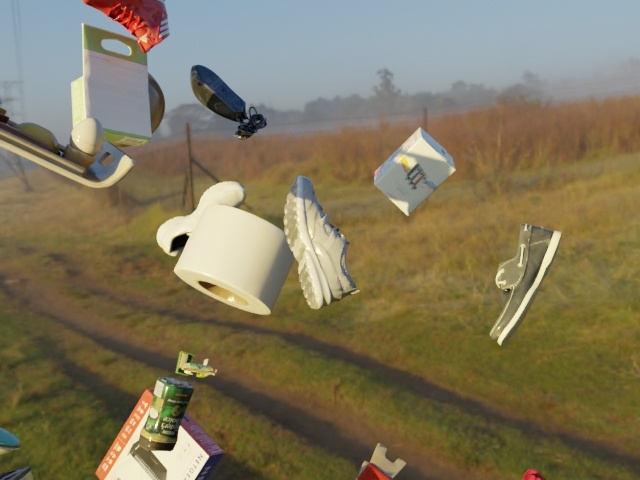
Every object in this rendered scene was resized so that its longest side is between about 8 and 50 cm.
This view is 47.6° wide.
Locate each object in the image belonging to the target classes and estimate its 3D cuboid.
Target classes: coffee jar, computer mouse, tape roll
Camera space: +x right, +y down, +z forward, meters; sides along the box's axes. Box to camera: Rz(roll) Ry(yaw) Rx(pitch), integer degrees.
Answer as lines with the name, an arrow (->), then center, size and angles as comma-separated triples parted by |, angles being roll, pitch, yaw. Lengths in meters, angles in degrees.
coffee jar -> -0.397, 0.450, 1.864 | 0.079, 0.185, 0.096 | 16, -2, 41
computer mouse -> -0.295, -0.405, 2.162 | 0.072, 0.272, 0.188 | -42, 7, 28
tape roll -> -0.192, 0.048, 1.683 | 0.246, 0.169, 0.246 | 21, -17, 7

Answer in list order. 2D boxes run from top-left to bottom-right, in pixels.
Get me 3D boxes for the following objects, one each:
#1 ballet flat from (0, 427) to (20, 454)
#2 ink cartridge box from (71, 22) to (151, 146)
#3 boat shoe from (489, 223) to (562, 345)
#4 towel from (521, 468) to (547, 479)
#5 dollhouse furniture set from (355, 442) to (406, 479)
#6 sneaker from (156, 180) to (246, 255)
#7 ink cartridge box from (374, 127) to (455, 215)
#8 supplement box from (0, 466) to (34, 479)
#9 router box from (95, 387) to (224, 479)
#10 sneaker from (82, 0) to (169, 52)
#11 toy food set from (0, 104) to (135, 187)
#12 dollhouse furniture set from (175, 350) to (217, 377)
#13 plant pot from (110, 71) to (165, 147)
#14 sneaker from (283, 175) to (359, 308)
ballet flat -> -0.779, 0.427, 1.576 | 0.086, 0.086, 0.248 | 4, -27, 48
ink cartridge box -> -0.458, -0.336, 1.594 | 0.056, 0.235, 0.171 | -13, -11, 40
boat shoe -> 0.330, 0.072, 1.220 | 0.079, 0.233, 0.084 | 23, -25, 18
towel -> 0.224, 0.434, 0.888 | 0.275, 0.199, 0.031 | -46, 27, -12
dollhouse furniture set -> 0.116, 0.665, 1.663 | 0.201, 0.374, 0.152 | 34, 42, 10
sneaker -> -0.326, -0.051, 2.056 | 0.297, 0.111, 0.129 | -39, 30, 1
ink cartridge box -> 0.244, -0.182, 1.889 | 0.176, 0.127, 0.128 | -44, 11, 18
supplement box -> -0.582, 0.488, 1.373 | 0.056, 0.083, 0.083 | -15, 1, 3
router box -> -0.490, 0.671, 2.194 | 0.301, 0.336, 0.082 | 37, 11, 26
sneaker -> -0.399, -0.472, 1.537 | 0.087, 0.128, 0.221 | -20, -5, 39
toy food set -> -0.441, -0.187, 1.080 | 0.306, 0.092, 0.219 | 28, 2, -32
dollhouse furniture set -> -0.318, 0.311, 1.848 | 0.076, 0.059, 0.151 | 21, -22, -25
plant pot -> -0.512, -0.328, 1.877 | 0.237, 0.237, 0.110 | -6, 40, -25
sneaker -> 0.000, 0.000, 1.502 | 0.115, 0.282, 0.105 | -8, -13, -21
